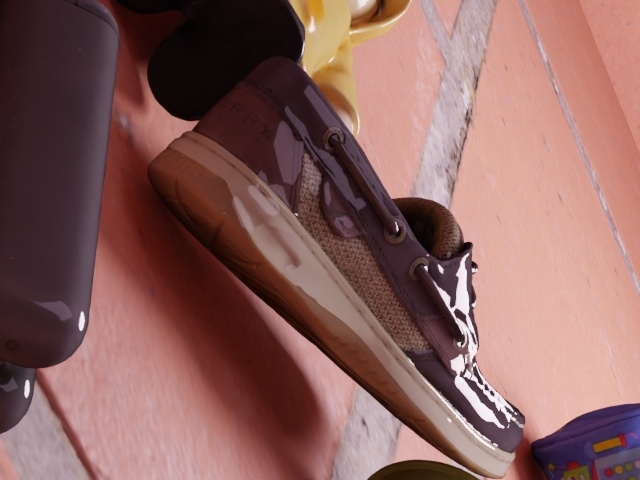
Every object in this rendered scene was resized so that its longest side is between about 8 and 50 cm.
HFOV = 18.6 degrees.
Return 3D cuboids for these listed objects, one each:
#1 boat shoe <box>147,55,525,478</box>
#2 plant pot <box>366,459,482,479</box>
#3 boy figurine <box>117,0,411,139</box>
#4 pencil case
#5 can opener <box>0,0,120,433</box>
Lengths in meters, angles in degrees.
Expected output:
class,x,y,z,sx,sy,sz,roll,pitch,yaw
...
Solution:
class,x,y,z,sx,sy,sz,roll,pitch,yaw
boat shoe,0.032,0.020,0.939,0.285,0.092,0.103,45,-7,-40
plant pot,0.045,0.163,0.948,0.083,0.083,0.079,64,30,-23
boy figurine,-0.017,-0.122,1.033,0.177,0.092,0.285,68,19,-1
pencil case,0.253,0.267,1.411,0.133,0.119,0.306,-8,78,-49
can opener,-0.124,-0.064,0.686,0.095,0.076,0.283,25,38,-22
